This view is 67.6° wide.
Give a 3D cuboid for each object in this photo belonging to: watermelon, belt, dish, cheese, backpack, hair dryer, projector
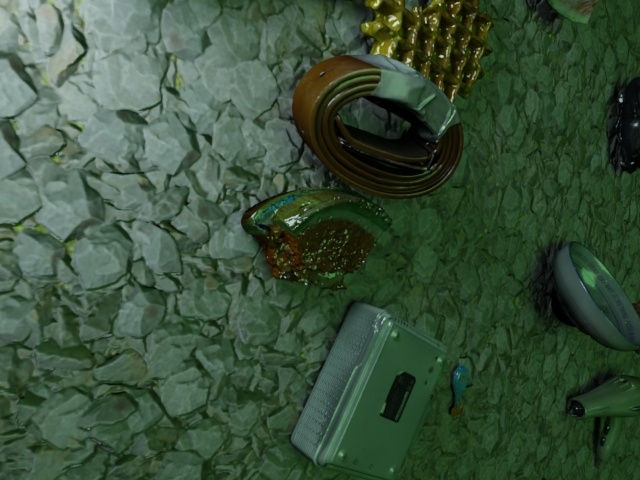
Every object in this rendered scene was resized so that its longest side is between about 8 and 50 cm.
[{"bbox_3d":[0.496,-0.573,0.986,0.146,0.128,0.231,-3,84,-8],"label":"watermelon"},{"bbox_3d":[0.088,-0.167,0.702,0.262,0.105,0.184,12,113,-26],"label":"belt"},{"bbox_3d":[0.617,0.150,1.127,0.273,0.134,0.273,28,40,-26],"label":"dish"},{"bbox_3d":[0.286,0.307,0.983,0.047,0.017,0.111,2,95,-32],"label":"cheese"},{"bbox_3d":[0.851,-0.302,1.251,0.206,0.133,0.258,-2,103,-44],"label":"backpack"},{"bbox_3d":[0.772,0.497,1.318,0.296,0.119,0.298,21,96,-29],"label":"hair dryer"},{"bbox_3d":[0.092,0.254,0.789,0.192,0.099,0.256,33,77,-35],"label":"projector"}]

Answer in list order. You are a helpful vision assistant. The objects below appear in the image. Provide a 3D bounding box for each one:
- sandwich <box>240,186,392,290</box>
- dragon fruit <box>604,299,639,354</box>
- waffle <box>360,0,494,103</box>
[{"bbox_3d":[-0.001,-0.009,0.701,0.235,0.079,0.159,16,86,-36],"label":"sandwich"},{"bbox_3d":[0.849,0.239,1.319,0.236,0.135,0.137,-5,99,-14],"label":"dragon fruit"},{"bbox_3d":[0.191,-0.347,0.807,0.293,0.069,0.259,-43,122,-23],"label":"waffle"}]
